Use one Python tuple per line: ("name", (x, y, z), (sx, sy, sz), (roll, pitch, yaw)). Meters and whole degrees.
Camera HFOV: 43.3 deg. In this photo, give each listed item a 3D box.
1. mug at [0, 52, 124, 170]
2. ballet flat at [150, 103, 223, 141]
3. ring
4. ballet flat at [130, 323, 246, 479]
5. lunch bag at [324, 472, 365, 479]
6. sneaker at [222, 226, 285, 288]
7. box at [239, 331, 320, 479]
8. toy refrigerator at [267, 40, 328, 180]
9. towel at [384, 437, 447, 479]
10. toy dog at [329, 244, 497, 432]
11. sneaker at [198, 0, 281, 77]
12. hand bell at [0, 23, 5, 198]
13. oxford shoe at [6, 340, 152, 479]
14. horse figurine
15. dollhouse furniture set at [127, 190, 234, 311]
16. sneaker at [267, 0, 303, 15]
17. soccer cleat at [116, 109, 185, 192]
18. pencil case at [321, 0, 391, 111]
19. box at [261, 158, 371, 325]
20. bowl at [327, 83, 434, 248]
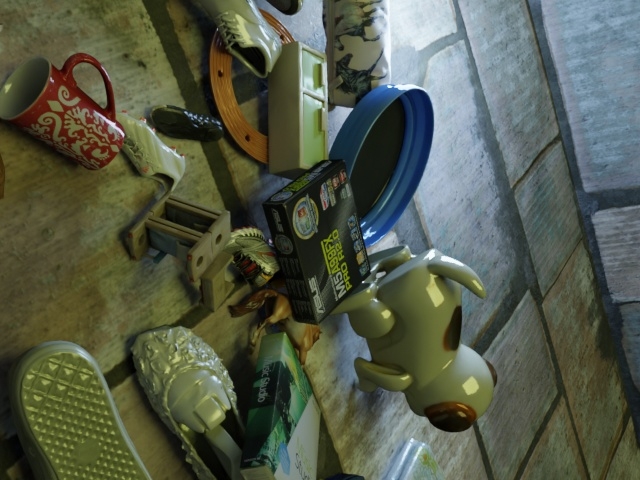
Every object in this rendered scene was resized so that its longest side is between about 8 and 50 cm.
("mug", (-0.377, -0.193, 1.234), (0.169, 0.150, 0.113), (41, 38, -48))
("ballet flat", (-0.252, -0.219, 1.503), (0.173, 0.049, 0.057), (11, 120, -52))
("ring", (-0.124, -0.323, 1.701), (0.336, 0.032, 0.337), (14, 73, -51))
("ballet flat", (-0.180, 0.320, 1.391), (0.147, 0.147, 0.409), (-51, 124, -45))
("lunch bag", (0.054, 0.547, 1.755), (0.098, 0.065, 0.067), (0, 84, -55))
("sneaker", (-0.126, 0.036, 1.565), (0.225, 0.088, 0.093), (21, 52, -50))
("box", (-0.065, 0.358, 1.473), (0.322, 0.058, 0.232), (-87, 160, -54))
("toy refrigerator", (-0.044, -0.269, 1.695), (0.102, 0.094, 0.270), (11, 75, -53))
("towel", (0.223, 0.716, 1.945), (0.321, 0.090, 0.374), (61, 41, -22))
("toy dog", (0.243, 0.226, 1.816), (0.408, 0.395, 0.284), (63, 31, -12))
("sneaker", (-0.161, -0.416, 1.561), (0.258, 0.094, 0.091), (39, 49, -43))
("hand bell", (-0.483, -0.173, 1.136), (0.126, 0.126, 0.242), (-33, 121, -52))
("oxford shoe", (-0.348, 0.341, 1.188), (0.169, 0.130, 0.450), (-22, 111, -28))
("horse figurine", (-0.077, 0.181, 1.643), (0.263, 0.066, 0.175), (54, 51, -37))
("dollhouse furniture set", (-0.242, 0.037, 1.424), (0.129, 0.129, 0.184), (-54, 156, -43))
("sneaker", (-0.149, -0.536, 1.651), (0.268, 0.101, 0.153), (45, 50, -32))
("soccer cleat", (-0.305, -0.153, 1.391), (0.196, 0.068, 0.076), (39, 57, -47))
("pencil case", (0.070, -0.492, 1.796), (0.183, 0.159, 0.411), (-33, 129, -43))
("box", (0.000, 0.000, 1.627), (0.216, 0.060, 0.270), (-40, 123, -45))
("bowl", (0.131, -0.172, 1.846), (0.391, 0.077, 0.391), (-43, 146, -38))
